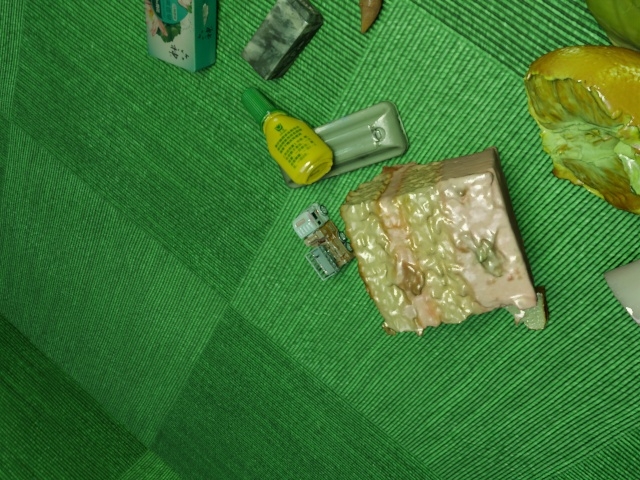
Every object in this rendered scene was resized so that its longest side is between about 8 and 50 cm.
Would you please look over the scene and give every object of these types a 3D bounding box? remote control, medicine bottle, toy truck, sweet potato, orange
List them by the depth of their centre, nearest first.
[{"bbox_3d":[0.493,-0.184,0.833,0.196,0.262,0.334,-26,99,18],"label":"orange"},{"bbox_3d":[0.116,-0.530,1.000,0.065,0.051,0.218,18,120,16],"label":"sweet potato"},{"bbox_3d":[-0.092,-0.258,1.169,0.111,0.076,0.309,-38,65,-2],"label":"medicine bottle"},{"bbox_3d":[0.037,-0.218,1.177,0.336,0.065,0.127,-14,107,33],"label":"remote control"},{"bbox_3d":[-0.001,0.000,1.268,0.080,0.115,0.177,-34,92,35],"label":"toy truck"}]

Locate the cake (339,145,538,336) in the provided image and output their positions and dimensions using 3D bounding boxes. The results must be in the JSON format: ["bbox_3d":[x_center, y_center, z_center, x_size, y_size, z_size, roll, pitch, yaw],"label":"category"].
[{"bbox_3d":[0.249,-0.013,1.028,0.307,0.293,0.314,-16,108,27],"label":"cake"}]

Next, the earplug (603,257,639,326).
[{"bbox_3d":[0.701,0.041,0.892,0.172,0.172,0.301,46,120,2],"label":"earplug"}]

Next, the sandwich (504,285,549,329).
[{"bbox_3d":[0.471,0.156,1.135,0.093,0.036,0.104,-10,109,30],"label":"sandwich"}]

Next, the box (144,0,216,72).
[{"bbox_3d":[-0.332,-0.548,1.183,0.153,0.092,0.244,24,131,16],"label":"box"}]

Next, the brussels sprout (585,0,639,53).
[{"bbox_3d":[0.546,-0.399,0.700,0.344,0.344,0.268,37,101,8],"label":"brussels sprout"}]

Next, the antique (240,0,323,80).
[{"bbox_3d":[-0.083,-0.459,1.116,0.086,0.088,0.183,48,125,0],"label":"antique"}]
